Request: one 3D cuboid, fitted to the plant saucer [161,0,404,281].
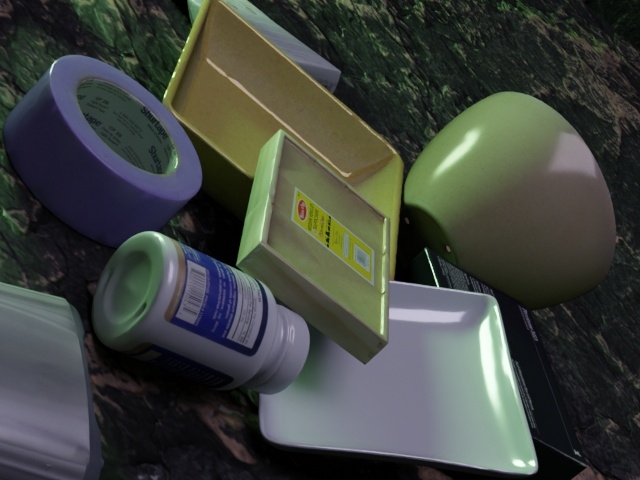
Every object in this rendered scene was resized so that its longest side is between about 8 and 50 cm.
[{"bbox_3d":[-0.054,-0.102,1.787,0.332,0.081,0.333,40,26,-17],"label":"plant saucer"}]

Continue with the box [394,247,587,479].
[{"bbox_3d":[0.180,0.158,1.749,0.184,0.103,0.261,28,30,-29],"label":"box"}]

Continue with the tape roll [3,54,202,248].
[{"bbox_3d":[-0.214,-0.088,1.510,0.189,0.080,0.189,36,26,-21],"label":"tape roll"}]

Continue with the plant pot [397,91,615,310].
[{"bbox_3d":[0.201,-0.022,1.920,0.191,0.284,0.284,-25,69,-28],"label":"plant pot"}]

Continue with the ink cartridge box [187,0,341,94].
[{"bbox_3d":[-0.107,-0.273,2.035,0.232,0.066,0.189,35,17,30],"label":"ink cartridge box"}]

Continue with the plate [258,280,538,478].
[{"bbox_3d":[0.065,0.137,1.551,0.277,0.045,0.278,9,35,-12],"label":"plate"}]

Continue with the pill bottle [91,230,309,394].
[{"bbox_3d":[-0.105,0.074,1.397,0.186,0.112,0.112,28,30,-37],"label":"pill bottle"}]

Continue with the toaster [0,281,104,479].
[{"bbox_3d":[-0.248,0.122,1.074,0.146,0.129,0.227,23,35,-35],"label":"toaster"}]

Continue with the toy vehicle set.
[{"bbox_3d":[0.000,0.000,1.572,0.166,0.035,0.267,39,23,-16],"label":"toy vehicle set"}]
